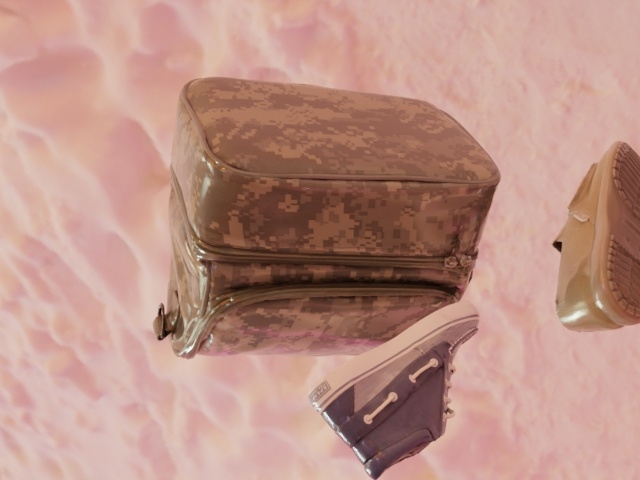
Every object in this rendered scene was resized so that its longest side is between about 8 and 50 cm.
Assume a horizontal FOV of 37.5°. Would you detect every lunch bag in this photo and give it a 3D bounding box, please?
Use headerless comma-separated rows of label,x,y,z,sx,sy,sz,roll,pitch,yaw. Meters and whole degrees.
lunch bag,0.000,0.000,0.928,0.212,0.305,0.256,-118,35,-52

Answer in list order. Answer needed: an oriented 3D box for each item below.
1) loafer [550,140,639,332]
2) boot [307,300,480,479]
loafer,0.290,-0.007,0.971,0.102,0.268,0.092,46,131,-13
boot,0.081,0.119,0.761,0.086,0.190,0.069,53,141,16
